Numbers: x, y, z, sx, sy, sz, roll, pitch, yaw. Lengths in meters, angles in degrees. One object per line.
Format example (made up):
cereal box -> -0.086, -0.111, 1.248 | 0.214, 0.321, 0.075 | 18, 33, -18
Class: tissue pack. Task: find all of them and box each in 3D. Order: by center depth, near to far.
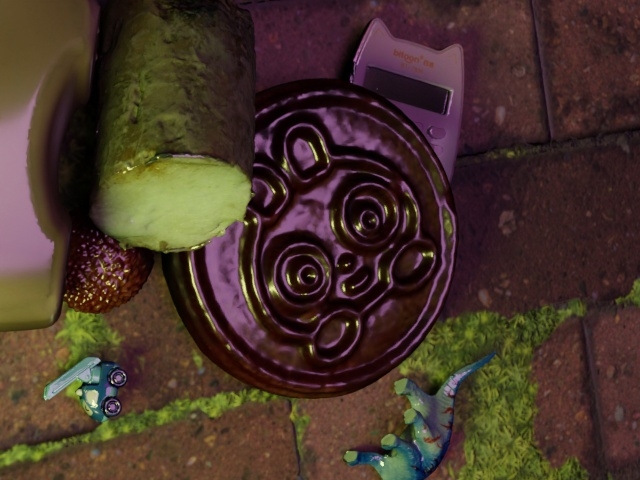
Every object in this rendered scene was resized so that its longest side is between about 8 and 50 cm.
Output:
tissue pack -> -0.381, -0.101, 1.447 | 0.277, 0.267, 0.387 | 7, 84, -12

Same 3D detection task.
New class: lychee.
lychee -> -0.255, 0.022, 1.606 | 0.123, 0.123, 0.129 | 44, 66, -22

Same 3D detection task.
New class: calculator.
calculator -> 0.098, -0.136, 1.862 | 0.194, 0.043, 0.294 | 13, 86, -30

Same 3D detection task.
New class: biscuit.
biscuit -> 0.000, 0.000, 1.750 | 0.408, 0.091, 0.407 | -2, 95, -24

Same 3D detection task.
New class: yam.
yam -> -0.164, -0.147, 1.575 | 0.195, 0.195, 0.300 | 20, 49, -28

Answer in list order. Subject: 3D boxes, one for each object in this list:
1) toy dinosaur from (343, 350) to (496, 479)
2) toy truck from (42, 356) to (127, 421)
toy dinosaur -> 0.124, 0.267, 1.847 | 0.144, 0.076, 0.329 | 32, 76, -33
toy truck -> -0.276, 0.173, 1.632 | 0.090, 0.056, 0.073 | 12, 78, -16
